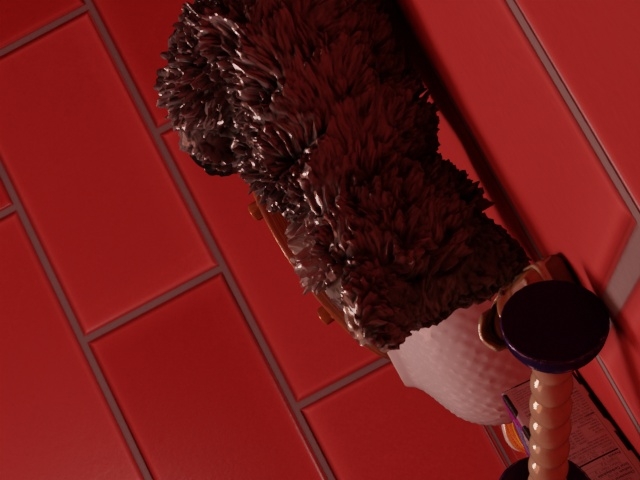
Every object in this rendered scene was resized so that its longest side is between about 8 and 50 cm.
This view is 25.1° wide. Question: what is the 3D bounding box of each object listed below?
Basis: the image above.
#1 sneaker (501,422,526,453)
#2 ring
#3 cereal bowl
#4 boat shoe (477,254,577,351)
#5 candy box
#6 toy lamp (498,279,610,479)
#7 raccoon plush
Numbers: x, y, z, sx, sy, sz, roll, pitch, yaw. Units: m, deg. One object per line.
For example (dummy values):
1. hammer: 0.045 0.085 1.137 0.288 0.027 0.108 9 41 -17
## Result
1. sneaker: 0.247 0.198 1.874 0.175 0.064 0.067 57 161 -5
2. ring: 0.000 0.000 1.705 0.336 0.032 0.336 51 -164 -20
3. cereal bowl: 0.117 0.057 1.558 0.339 0.141 0.339 62 -179 -2
4. boat shoe: 0.150 0.055 1.073 0.068 0.072 0.190 62 180 16
5. candy box: 0.245 0.231 1.207 0.159 0.071 0.233 63 180 -33
6. toy lamp: 0.161 0.142 1.024 0.274 0.080 0.080 81 166 -46
7. raccoon plush: 0.001 -0.111 1.102 0.299 0.216 0.446 52 174 39
